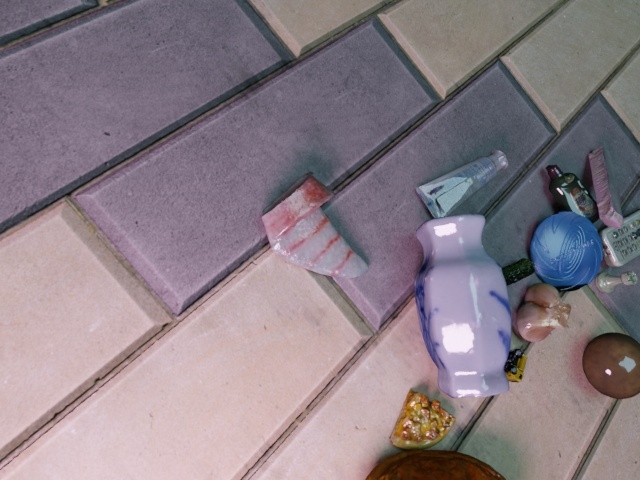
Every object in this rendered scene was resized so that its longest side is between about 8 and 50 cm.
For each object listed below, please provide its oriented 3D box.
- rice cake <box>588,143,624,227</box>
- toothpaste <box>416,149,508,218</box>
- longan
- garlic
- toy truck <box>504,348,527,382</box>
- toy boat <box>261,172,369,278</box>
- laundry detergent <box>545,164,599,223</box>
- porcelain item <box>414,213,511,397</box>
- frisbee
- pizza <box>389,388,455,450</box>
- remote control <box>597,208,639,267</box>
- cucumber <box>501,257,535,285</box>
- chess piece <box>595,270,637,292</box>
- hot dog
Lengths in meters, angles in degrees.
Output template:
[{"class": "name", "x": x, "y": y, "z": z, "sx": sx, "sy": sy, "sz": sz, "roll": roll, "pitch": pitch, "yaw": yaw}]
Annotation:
[{"class": "rice cake", "x": 0.911, "y": -0.179, "z": 1.501, "sx": 0.073, "sy": 0.056, "sz": 0.364, "roll": 37, "pitch": 47, "yaw": -19}, {"class": "toothpaste", "x": 0.407, "y": -0.165, "z": 1.331, "sx": 0.299, "sy": 0.073, "sz": 0.114, "roll": -31, "pitch": 90, "yaw": -20}, {"class": "longan", "x": 0.832, "y": 0.353, "z": 1.312, "sx": 0.204, "sy": 0.159, "sz": 0.184, "roll": 46, "pitch": 63, "yaw": -21}, {"class": "garlic", "x": 0.613, "y": 0.200, "z": 1.303, "sx": 0.124, "sy": 0.099, "sz": 0.174, "roll": 22, "pitch": 63, "yaw": 4}, {"class": "toy truck", "x": 0.511, "y": 0.334, "z": 1.240, "sx": 0.054, "sy": 0.049, "sz": 0.083, "roll": 35, "pitch": 64, "yaw": -12}, {"class": "toy boat", "x": 0.000, "y": 0.000, "z": 1.109, "sx": 0.206, "sy": 0.096, "sz": 0.282, "roll": -46, "pitch": 109, "yaw": -20}, {"class": "laundry detergent", "x": 0.790, "y": -0.150, "z": 1.481, "sx": 0.144, "sy": 0.078, "sz": 0.221, "roll": -28, "pitch": 85, "yaw": -29}, {"class": "porcelain item", "x": 0.328, "y": 0.152, "z": 1.113, "sx": 0.179, "sy": 0.242, "sz": 0.404, "roll": -4, "pitch": 81, "yaw": -1}, {"class": "frisbee", "x": 0.739, "y": 0.032, "z": 1.389, "sx": 0.242, "sy": 0.045, "sz": 0.241, "roll": 0, "pitch": 88, "yaw": -9}, {"class": "pizza", "x": 0.236, "y": 0.421, "z": 1.099, "sx": 0.175, "sy": 0.046, "sz": 0.134, "roll": -19, "pitch": 84, "yaw": -26}, {"class": "remote control", "x": 1.030, "y": -0.019, "z": 1.551, "sx": 0.336, "sy": 0.065, "sz": 0.127, "roll": -21, "pitch": 82, "yaw": -26}, {"class": "cucumber", "x": 0.513, "y": 0.102, "z": 1.302, "sx": 0.187, "sy": 0.058, "sz": 0.058, "roll": -17, "pitch": 83, "yaw": -25}, {"class": "chess piece", "x": 0.910, "y": 0.123, "z": 1.438, "sx": 0.067, "sy": 0.103, "sz": 0.067, "roll": 6, "pitch": 74, "yaw": -22}, {"class": "hot dog", "x": 0.244, "y": 0.593, "z": 0.989, "sx": 0.388, "sy": 0.174, "sz": 0.266, "roll": 5, "pitch": 78, "yaw": -23}]
